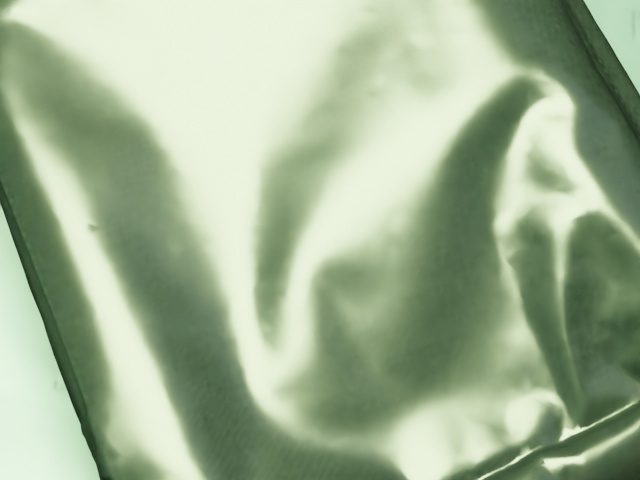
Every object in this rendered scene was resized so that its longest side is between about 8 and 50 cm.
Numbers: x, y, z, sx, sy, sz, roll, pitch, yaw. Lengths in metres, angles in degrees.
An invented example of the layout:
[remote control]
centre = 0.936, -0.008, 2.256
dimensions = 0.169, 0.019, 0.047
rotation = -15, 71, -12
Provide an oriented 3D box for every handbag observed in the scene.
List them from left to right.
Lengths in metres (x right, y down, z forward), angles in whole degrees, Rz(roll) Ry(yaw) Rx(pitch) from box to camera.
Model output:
[handbag]
centre = 0.001, 0.001, 0.643
dimensions = 0.275, 0.178, 0.302
rotation = -23, 72, -6
